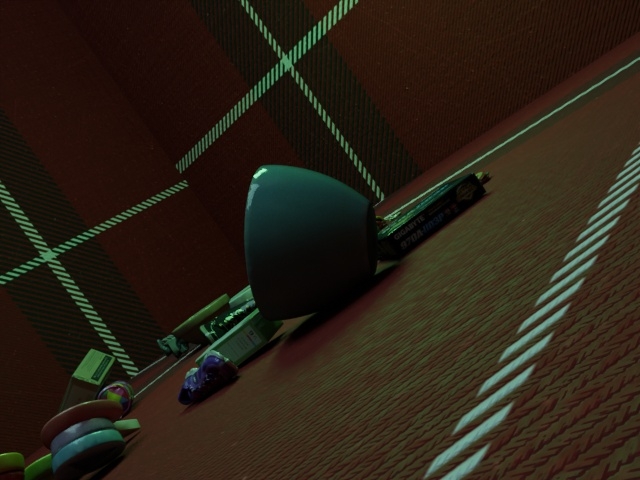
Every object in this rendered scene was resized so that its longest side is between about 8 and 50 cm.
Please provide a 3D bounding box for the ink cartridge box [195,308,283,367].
[{"bbox_3d":[-0.140,0.187,1.403,0.209,0.062,0.109,-39,1,19],"label":"ink cartridge box"}]

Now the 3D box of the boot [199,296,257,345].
[{"bbox_3d":[-0.237,0.224,1.971,0.179,0.085,0.236,-33,2,-4],"label":"boot"}]

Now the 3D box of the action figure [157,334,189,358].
[{"bbox_3d":[-0.476,0.352,2.730,0.285,0.099,0.185,-31,-6,8],"label":"action figure"}]

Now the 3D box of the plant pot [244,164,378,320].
[{"bbox_3d":[0.000,0.000,1.303,0.195,0.290,0.290,-3,11,13],"label":"plant pot"}]

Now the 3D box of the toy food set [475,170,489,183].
[{"bbox_3d":[0.338,-0.126,1.569,0.083,0.020,0.082,-35,2,-7],"label":"toy food set"}]

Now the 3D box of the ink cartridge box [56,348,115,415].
[{"bbox_3d":[-0.710,0.472,2.118,0.193,0.088,0.234,-99,33,-74],"label":"ink cartridge box"}]

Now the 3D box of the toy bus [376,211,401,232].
[{"bbox_3d":[0.118,-0.052,2.210,0.191,0.104,0.202,-33,4,46],"label":"toy bus"}]

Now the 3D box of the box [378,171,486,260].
[{"bbox_3d":[0.206,-0.044,1.422,0.220,0.051,0.175,-36,2,-9],"label":"box"}]

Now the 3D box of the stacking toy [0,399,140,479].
[{"bbox_3d":[-0.480,0.445,1.347,0.309,0.130,0.279,-33,-24,0],"label":"stacking toy"}]

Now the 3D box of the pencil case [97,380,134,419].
[{"bbox_3d":[-0.607,0.473,2.109,0.104,0.104,0.236,-36,1,-13],"label":"pencil case"}]

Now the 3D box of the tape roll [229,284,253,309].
[{"bbox_3d":[-0.208,0.172,2.794,0.392,0.072,0.392,-36,2,2],"label":"tape roll"}]

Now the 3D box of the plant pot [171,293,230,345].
[{"bbox_3d":[-0.405,0.301,2.542,0.237,0.109,0.237,-34,3,2],"label":"plant pot"}]

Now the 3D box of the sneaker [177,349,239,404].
[{"bbox_3d":[-0.209,0.261,1.304,0.170,0.068,0.071,-45,11,43],"label":"sneaker"}]
